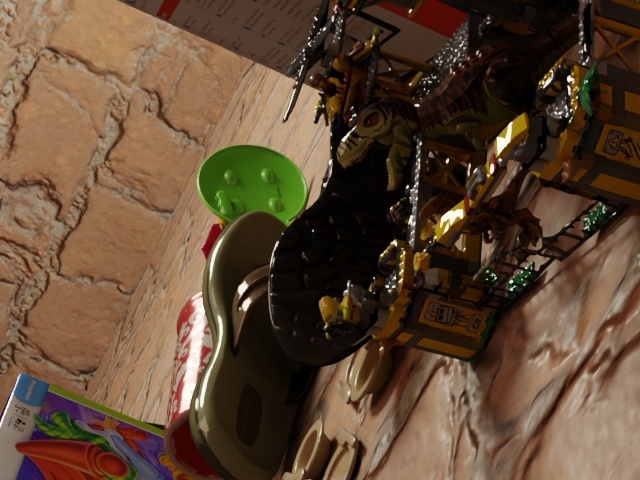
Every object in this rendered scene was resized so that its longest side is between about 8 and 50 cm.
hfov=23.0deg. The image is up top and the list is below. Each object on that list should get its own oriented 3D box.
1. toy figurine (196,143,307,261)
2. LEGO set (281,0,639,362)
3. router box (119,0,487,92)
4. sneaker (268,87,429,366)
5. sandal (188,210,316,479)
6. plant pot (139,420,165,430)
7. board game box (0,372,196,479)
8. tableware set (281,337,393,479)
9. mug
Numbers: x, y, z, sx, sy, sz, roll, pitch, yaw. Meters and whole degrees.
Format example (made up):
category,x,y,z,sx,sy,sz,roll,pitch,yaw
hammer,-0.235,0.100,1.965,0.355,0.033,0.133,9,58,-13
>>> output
category,x,y,z,sx,sy,sz,roll,pitch,yaw
toy figurine,-0.087,0.002,1.858,0.159,0.130,0.173,105,155,-48
LEGO set,0.053,-0.085,0.900,0.331,0.192,0.255,137,145,-63
router box,-0.005,-0.202,1.257,0.335,0.301,0.082,169,124,-77
sneaker,0.029,0.013,1.230,0.283,0.107,0.124,-68,-9,-45
sandal,-0.041,0.087,1.383,0.086,0.120,0.303,-39,30,31
plant pot,-0.215,0.279,1.635,0.188,0.167,0.187,-41,28,66
board game box,-0.210,0.289,1.386,0.347,0.233,0.078,-83,19,-58
tableware set,0.016,0.130,1.186,0.141,0.020,0.169,165,127,-78
mug,-0.079,0.148,1.466,0.113,0.150,0.169,-24,29,19
